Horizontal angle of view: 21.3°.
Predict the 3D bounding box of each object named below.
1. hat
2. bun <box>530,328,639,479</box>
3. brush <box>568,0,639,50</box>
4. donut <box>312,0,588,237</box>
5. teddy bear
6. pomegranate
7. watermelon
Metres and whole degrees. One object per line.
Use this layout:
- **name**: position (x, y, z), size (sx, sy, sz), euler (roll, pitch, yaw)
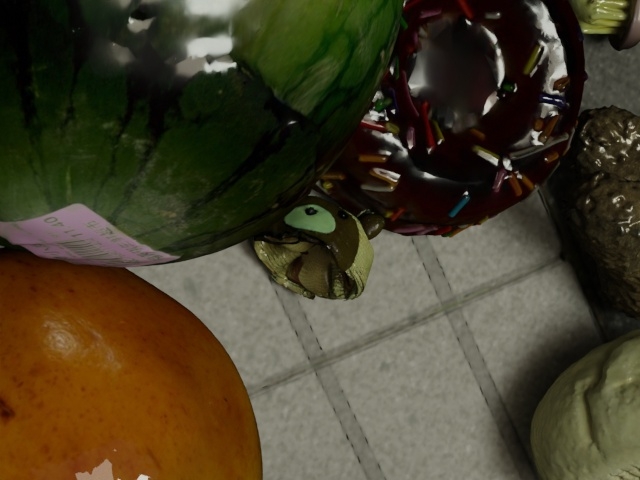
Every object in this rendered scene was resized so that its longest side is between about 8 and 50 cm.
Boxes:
- **hat**: position (0.000, 0.000, 1.133), size (0.076, 0.077, 0.059), euler (56, 50, -37)
- **bun**: position (0.242, 0.122, 1.228), size (0.164, 0.188, 0.111), euler (22, 50, -57)
- **brush**: position (0.218, -0.294, 1.219), size (0.067, 0.072, 0.313), euler (7, 92, -14)
- **donut**: position (0.086, -0.114, 1.157), size (0.235, 0.089, 0.235), euler (-2, 95, -27)
- **teddy bear**: position (0.261, 0.006, 1.233), size (0.251, 0.129, 0.182), euler (26, 40, -19)
- **pomegranate**: position (-0.156, 0.137, 0.965), size (0.264, 0.264, 0.264), euler (-3, 98, -27)
- **watermelon**: position (-0.118, -0.165, 0.905), size (0.363, 0.363, 0.363), euler (-3, 98, -27)
